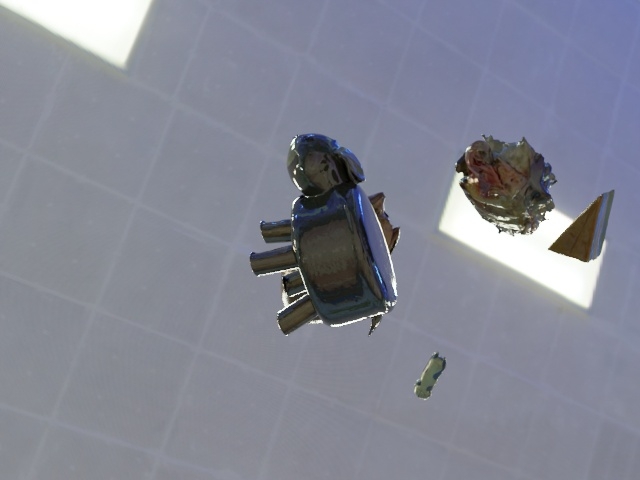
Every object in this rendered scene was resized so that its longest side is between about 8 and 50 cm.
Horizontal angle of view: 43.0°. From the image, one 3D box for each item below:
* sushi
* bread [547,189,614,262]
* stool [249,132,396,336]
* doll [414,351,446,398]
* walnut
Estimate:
[{"bbox_3d":[0.236,-0.065,1.005,0.103,0.097,0.226,-48,-33,6],"label":"sushi"},{"bbox_3d":[0.495,-0.038,1.543,0.074,0.084,0.139,-18,-58,-46],"label":"bread"},{"bbox_3d":[0.002,0.000,0.939,0.139,0.153,0.228,-17,-108,12],"label":"stool"},{"bbox_3d":[0.208,0.256,1.537,0.027,0.037,0.125,-32,-30,-44],"label":"doll"},{"bbox_3d":[0.021,0.027,1.171,0.137,0.137,0.245,14,-58,-27],"label":"walnut"}]
